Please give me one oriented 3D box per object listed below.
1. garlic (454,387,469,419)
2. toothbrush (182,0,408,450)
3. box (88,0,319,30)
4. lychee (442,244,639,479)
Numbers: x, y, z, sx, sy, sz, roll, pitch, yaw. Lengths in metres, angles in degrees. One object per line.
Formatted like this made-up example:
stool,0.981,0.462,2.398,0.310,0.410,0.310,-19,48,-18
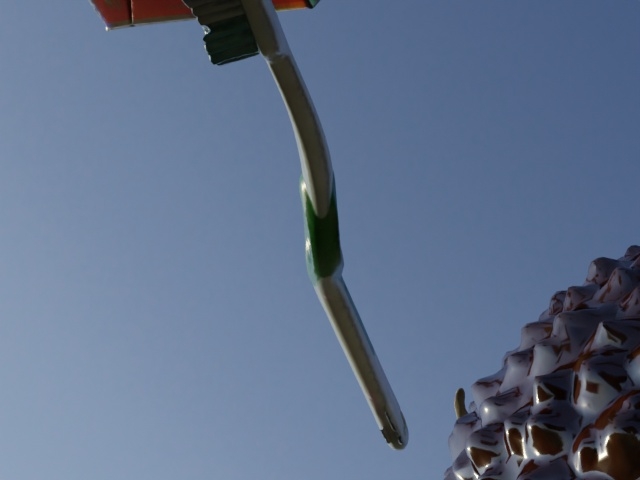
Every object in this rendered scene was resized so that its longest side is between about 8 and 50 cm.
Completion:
garlic,0.200,0.068,0.898,0.245,0.145,0.164,-41,-64,-12
toothbrush,0.005,-0.001,0.872,0.040,0.042,0.418,-17,-42,6
box,-0.052,-0.183,0.954,0.175,0.112,0.048,0,-50,39
lychee,0.179,0.122,0.572,0.275,0.276,0.304,-13,-5,14
